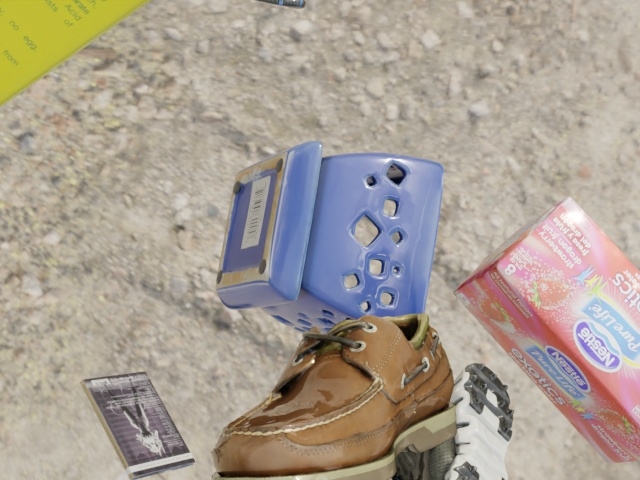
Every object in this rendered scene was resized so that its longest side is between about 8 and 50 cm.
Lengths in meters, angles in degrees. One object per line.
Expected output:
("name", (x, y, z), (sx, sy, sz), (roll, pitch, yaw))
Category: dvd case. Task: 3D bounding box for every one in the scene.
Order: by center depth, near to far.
("dvd case", (-0.352, 0.354, 1.871), (0.018, 0.221, 0.164), (-47, 154, 26))

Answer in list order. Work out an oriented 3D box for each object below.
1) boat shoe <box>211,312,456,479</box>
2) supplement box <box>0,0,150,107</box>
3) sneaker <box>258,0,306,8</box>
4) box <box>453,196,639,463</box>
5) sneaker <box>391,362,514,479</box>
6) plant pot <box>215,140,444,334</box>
("boat shoe", (0.012, 0.105, 0.671), (0.307, 0.110, 0.105), (2, 84, -69))
("supplement box", (-0.198, -0.287, 0.762), (0.356, 0.195, 0.194), (-30, 120, 17))
("sneaker", (-0.110, -0.367, 1.288), (0.211, 0.080, 0.081), (16, 104, 14))
("box", (0.281, 0.098, 1.011), (0.122, 0.128, 0.257), (-41, 87, -19))
("sneaker", (0.102, 0.204, 0.794), (0.106, 0.234, 0.078), (-38, 107, 28))
("plant pot", (0.000, 0.000, 1.264), (0.212, 0.236, 0.236), (15, 77, -25))
